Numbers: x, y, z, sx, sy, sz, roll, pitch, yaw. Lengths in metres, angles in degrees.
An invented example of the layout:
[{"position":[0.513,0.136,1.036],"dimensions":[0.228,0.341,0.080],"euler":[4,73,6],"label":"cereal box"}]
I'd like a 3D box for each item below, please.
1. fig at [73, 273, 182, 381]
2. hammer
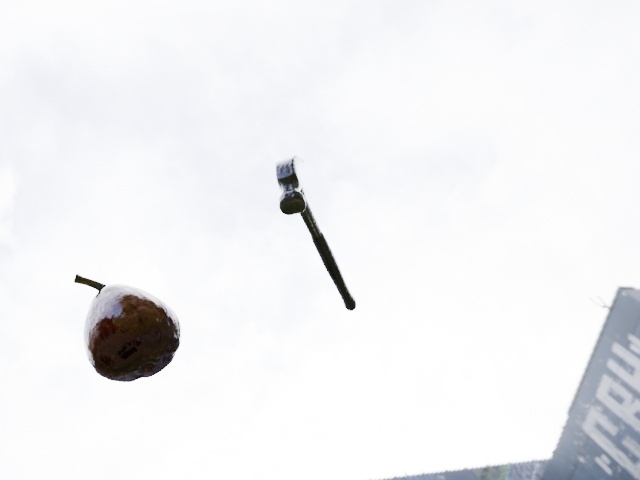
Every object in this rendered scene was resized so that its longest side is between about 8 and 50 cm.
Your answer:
[{"position":[-0.188,0.070,0.635],"dimensions":[0.088,0.125,0.089],"euler":[-28,-27,-16],"label":"fig"},{"position":[0.000,0.000,0.803],"dimensions":[0.029,0.103,0.246],"euler":[-18,-45,8],"label":"hammer"}]
